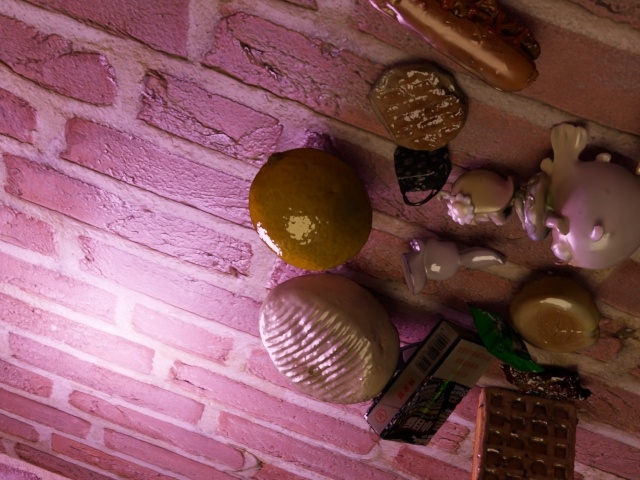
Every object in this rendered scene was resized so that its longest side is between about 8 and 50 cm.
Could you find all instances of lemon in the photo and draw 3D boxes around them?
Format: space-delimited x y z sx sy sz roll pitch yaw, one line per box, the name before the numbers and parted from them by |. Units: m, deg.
lemon | -0.021 -0.064 1.592 0.267 0.267 0.267 10 135 10

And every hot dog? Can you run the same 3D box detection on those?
hot dog | 0.224 -0.375 1.273 0.349 0.158 0.117 32 117 -7

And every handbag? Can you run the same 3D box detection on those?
handbag | 0.198 -0.119 1.535 0.115 0.139 0.072 -1 140 20

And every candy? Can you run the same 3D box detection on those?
candy | 0.414 0.229 1.775 0.078 0.203 0.141 -36 114 3

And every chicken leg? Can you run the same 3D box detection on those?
chicken leg | 0.559 0.351 1.919 0.234 0.063 0.105 8 130 13

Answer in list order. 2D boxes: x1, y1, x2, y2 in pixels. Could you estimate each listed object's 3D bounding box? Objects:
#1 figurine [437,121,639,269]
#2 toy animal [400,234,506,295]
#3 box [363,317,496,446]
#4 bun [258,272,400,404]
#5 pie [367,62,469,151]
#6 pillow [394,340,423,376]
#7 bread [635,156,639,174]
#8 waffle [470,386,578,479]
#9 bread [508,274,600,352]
figurine | 0.425 -0.092 1.486 0.394 0.227 0.274 7 105 28
toy animal | 0.289 0.031 1.691 0.221 0.130 0.103 -17 158 3
box | 0.266 0.342 1.831 0.198 0.084 0.310 25 105 -47
bun | 0.029 0.222 1.872 0.362 0.234 0.326 28 131 15
pie | 0.191 -0.256 1.470 0.195 0.046 0.195 11 137 11
pillow | 0.236 0.335 1.987 0.250 0.106 0.186 -21 129 29
bread | 0.649 -0.153 1.288 0.184 0.211 0.224 8 130 3
waffle | 0.510 0.560 1.918 0.261 0.376 0.114 9 134 9
bread | 0.523 0.162 1.718 0.213 0.104 0.213 11 139 10
